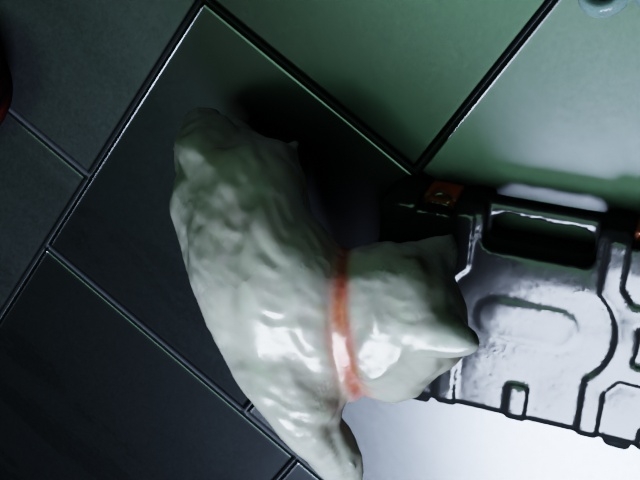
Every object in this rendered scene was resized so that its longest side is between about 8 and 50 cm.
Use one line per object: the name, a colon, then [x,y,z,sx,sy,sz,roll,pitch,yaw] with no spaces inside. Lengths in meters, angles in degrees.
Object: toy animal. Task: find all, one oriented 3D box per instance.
toy animal: [0.000,0.000,0.973,0.188,0.308,0.266,-33,126,31]

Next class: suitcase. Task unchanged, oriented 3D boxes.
suitcase: [0.185,0.062,1.026,0.285,0.066,0.206,11,113,17]

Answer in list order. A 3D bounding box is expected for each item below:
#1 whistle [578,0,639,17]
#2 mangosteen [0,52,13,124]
whistle: [0.306,-0.245,0.823,0.289,0.163,0.163,-31,96,27]
mangosteen: [-0.364,-0.154,1.126,0.140,0.140,0.140,7,111,18]
